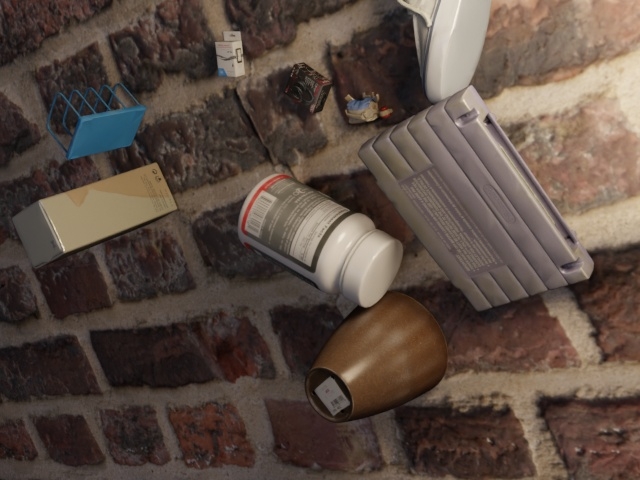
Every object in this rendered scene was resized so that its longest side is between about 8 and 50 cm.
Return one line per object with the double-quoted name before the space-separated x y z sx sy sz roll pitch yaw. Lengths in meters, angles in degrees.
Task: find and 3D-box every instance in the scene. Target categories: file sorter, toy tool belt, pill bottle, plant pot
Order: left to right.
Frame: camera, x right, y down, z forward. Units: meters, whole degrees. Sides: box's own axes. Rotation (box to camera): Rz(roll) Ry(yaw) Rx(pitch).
"file sorter" -0.494 -0.269 1.817 0.104 0.170 0.118 49 131 17
"pill bottle" 0.000 0.000 1.529 0.283 0.161 0.161 29 124 27
"plant pot" 0.083 0.232 1.511 0.215 0.230 0.215 16 117 33
"toy tool belt" 0.081 -0.234 1.439 0.083 0.052 0.051 -3 115 39

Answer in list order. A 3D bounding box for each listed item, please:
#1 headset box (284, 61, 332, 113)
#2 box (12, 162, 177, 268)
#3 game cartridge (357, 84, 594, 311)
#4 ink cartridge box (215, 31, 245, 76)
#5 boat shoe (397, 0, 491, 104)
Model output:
"headset box" -0.020 -0.277 1.515 0.083 0.032 0.062 40 129 22
"box" -0.485 -0.057 1.799 0.148 0.311 0.121 -21 94 42
"game cartridge" 0.242 -0.053 1.315 0.230 0.068 0.355 -21 113 46
"ink cartridge box" -0.177 -0.363 1.611 0.048 0.028 0.083 10 114 36
"boat shoe" 0.164 -0.394 1.247 0.156 0.136 0.367 18 116 33
